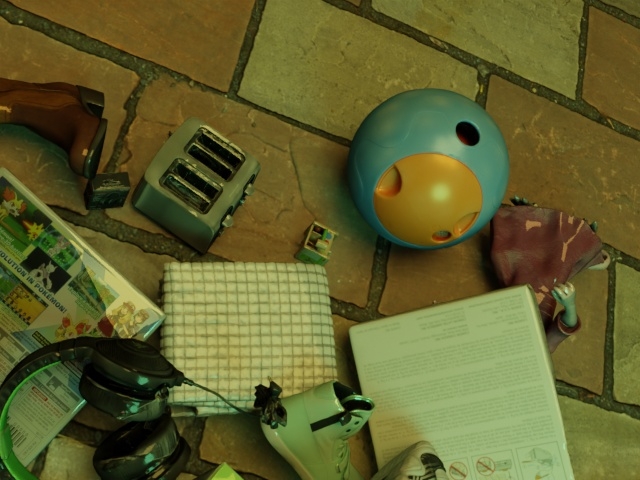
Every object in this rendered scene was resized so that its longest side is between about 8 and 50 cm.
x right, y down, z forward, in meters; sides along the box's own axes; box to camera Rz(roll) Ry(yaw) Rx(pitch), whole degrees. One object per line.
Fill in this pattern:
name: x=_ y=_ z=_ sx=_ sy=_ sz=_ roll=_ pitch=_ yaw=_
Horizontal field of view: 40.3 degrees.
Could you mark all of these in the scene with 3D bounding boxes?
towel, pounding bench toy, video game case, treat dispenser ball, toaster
towel: x=-0.122 y=0.158 z=1.393 sx=0.283 sy=0.121 sz=0.235 roll=0 pitch=76 yaw=-19
pounding bench toy: x=0.000 y=0.000 z=1.536 sx=0.052 sy=0.083 sz=0.065 roll=27 pitch=60 yaw=-10
video game case: x=-0.445 y=0.109 z=1.263 sx=0.329 sy=0.036 sz=0.300 roll=43 pitch=79 yaw=-1
treat dispenser ball: x=0.190 y=-0.126 z=1.558 sx=0.288 sy=0.288 sz=0.288 roll=9 pitch=65 yaw=-20
toaster: x=-0.213 y=-0.099 z=1.471 sx=0.185 sy=0.110 sz=0.168 roll=36 pitch=58 yaw=-6

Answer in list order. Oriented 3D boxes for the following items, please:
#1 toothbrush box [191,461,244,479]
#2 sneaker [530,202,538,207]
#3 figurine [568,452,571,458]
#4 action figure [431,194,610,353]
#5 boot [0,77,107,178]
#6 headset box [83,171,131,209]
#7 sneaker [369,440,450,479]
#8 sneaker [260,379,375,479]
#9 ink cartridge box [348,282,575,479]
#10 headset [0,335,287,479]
toothbrush box: x=-0.097 y=0.462 z=1.219 sx=0.283 sy=0.206 sz=0.122 roll=43 pitch=57 yaw=0
sneaker: x=0.436 y=-0.045 z=1.777 sx=0.032 sy=0.037 sz=0.083 roll=25 pitch=59 yaw=-10
figurine: x=0.343 y=0.409 z=1.431 sx=0.092 sy=0.209 sz=0.215 roll=7 pitch=65 yaw=-27
action figure: x=0.378 y=0.116 z=1.636 sx=0.276 sy=0.248 sz=0.370 roll=42 pitch=61 yaw=-54
boot: x=-0.477 y=-0.196 z=1.352 sx=0.280 sy=0.096 sz=0.264 roll=9 pitch=36 yaw=-21
headset box: x=-0.346 y=-0.082 z=1.419 sx=0.062 sy=0.083 sz=0.032 roll=-6 pitch=71 yaw=-27
sneaker: x=0.139 y=0.429 z=1.209 sx=0.210 sy=0.137 sz=0.366 roll=51 pitch=21 yaw=6
sneaker: x=0.039 y=0.316 z=1.332 sx=0.256 sy=0.151 sz=0.094 roll=51 pitch=19 yaw=-32
ink cartridge box: x=0.236 y=0.290 z=1.416 sx=0.308 sy=0.091 sz=0.385 roll=-15 pitch=82 yaw=17
headset: x=-0.248 y=0.251 z=1.188 sx=0.394 sy=0.185 sz=0.243 roll=-9 pitch=102 yaw=-12
